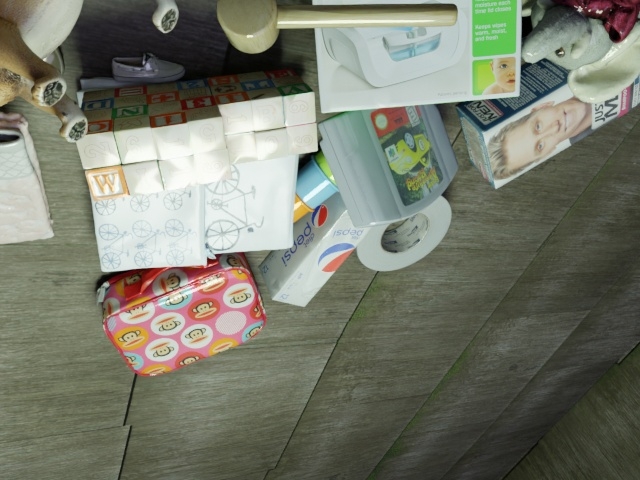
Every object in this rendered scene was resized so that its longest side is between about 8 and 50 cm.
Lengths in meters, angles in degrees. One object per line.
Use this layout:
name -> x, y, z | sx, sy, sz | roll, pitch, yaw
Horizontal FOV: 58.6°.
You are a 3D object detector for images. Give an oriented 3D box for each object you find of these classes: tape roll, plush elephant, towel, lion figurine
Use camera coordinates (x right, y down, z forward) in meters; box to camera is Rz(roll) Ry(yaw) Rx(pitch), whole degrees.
tape roll -> 0.164, -0.037, 1.209 | 0.219, 0.072, 0.219 | -15, 136, -15
plush elephant -> 0.356, -0.321, 0.731 | 0.330, 0.272, 0.255 | -31, 164, -46
towel -> -0.537, -0.059, 0.736 | 0.332, 0.053, 0.317 | -5, 159, -22
lion figurine -> -0.309, -0.271, 0.621 | 0.392, 0.240, 0.142 | -52, 169, -12

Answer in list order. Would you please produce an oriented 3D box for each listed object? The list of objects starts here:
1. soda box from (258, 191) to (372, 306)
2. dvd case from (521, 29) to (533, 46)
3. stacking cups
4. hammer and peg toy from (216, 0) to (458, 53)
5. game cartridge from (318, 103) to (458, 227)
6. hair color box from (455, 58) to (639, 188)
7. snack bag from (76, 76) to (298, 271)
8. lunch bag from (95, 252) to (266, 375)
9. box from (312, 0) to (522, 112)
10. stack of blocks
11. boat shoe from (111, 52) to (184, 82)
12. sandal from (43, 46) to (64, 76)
soda box -> 0.000, 0.000, 1.138 | 0.091, 0.098, 0.286 | 18, 120, -40
dvd case -> 0.312, -0.316, 0.939 | 0.239, 0.179, 0.029 | -22, 105, -8
stacking cups -> -0.015, -0.106, 1.030 | 0.316, 0.096, 0.096 | -36, 138, 11
hammer and peg toy -> 0.021, -0.357, 0.599 | 0.266, 0.127, 0.360 | 11, 92, -7
game cartridge -> 0.126, -0.141, 0.927 | 0.294, 0.060, 0.195 | -35, 110, -44
hair color box -> 0.453, -0.266, 1.110 | 0.347, 0.105, 0.174 | -31, 138, 4
snack bag -> -0.191, -0.096, 0.919 | 0.343, 0.037, 0.322 | -3, 122, -17
lunch bag -> -0.265, 0.123, 1.100 | 0.293, 0.120, 0.258 | -20, 138, -8
box -> 0.122, -0.302, 0.763 | 0.262, 0.126, 0.230 | -3, 110, 4
stack of blocks -> -0.159, -0.151, 0.768 | 0.298, 0.171, 0.087 | -11, 124, -12
boat shoe -> -0.243, -0.246, 0.806 | 0.100, 0.035, 0.035 | -5, 137, -15
sandal -> -0.380, -0.266, 0.698 | 0.072, 0.049, 0.180 | -23, 138, -8
